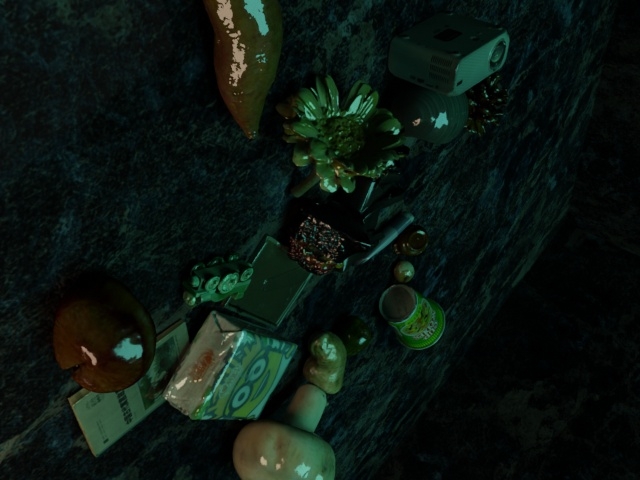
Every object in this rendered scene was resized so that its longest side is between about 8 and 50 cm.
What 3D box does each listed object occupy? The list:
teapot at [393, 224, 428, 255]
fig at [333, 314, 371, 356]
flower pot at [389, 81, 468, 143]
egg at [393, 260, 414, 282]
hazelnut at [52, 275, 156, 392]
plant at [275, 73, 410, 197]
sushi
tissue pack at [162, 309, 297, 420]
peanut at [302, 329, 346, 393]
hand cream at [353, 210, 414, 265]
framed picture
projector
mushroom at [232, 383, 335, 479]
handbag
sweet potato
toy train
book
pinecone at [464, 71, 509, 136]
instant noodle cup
[{"bbox_3d":[0.302,0.003,1.991,0.129,0.078,0.098,-32,101,-24],"label":"teapot"},{"bbox_3d":[0.080,0.329,1.919,0.177,0.117,0.117,-45,152,12],"label":"fig"},{"bbox_3d":[0.282,-0.336,1.535,0.243,0.189,0.157,-32,131,-52],"label":"flower pot"},{"bbox_3d":[0.289,0.110,2.064,0.071,0.071,0.083,-40,159,-30],"label":"egg"},{"bbox_3d":[-0.372,0.159,1.042,0.178,0.177,0.204,-37,113,-33],"label":"hazelnut"},{"bbox_3d":[0.047,-0.180,1.257,0.305,0.261,0.297,-3,120,-42],"label":"plant"},{"bbox_3d":[0.000,0.000,1.450,0.172,0.153,0.151,17,122,-20],"label":"sushi"},{"bbox_3d":[-0.207,0.310,1.428,0.228,0.127,0.311,-61,155,-4],"label":"tissue pack"},{"bbox_3d":[0.014,0.374,1.840,0.137,0.122,0.253,-17,129,-28],"label":"peanut"},{"bbox_3d":[0.196,-0.005,1.840,0.255,0.048,0.079,-42,180,-29],"label":"hand cream"},{"bbox_3d":[-0.121,0.113,1.507,0.209,0.019,0.281,-57,150,-5],"label":"framed picture"},{"bbox_3d":[0.319,-0.467,1.464,0.250,0.198,0.108,-35,142,-34],"label":"projector"},{"bbox_3d":[-0.090,0.596,1.768,0.315,0.314,0.336,84,25,-46],"label":"mushroom"},{"bbox_3d":[0.123,-0.062,1.631,0.257,0.113,0.286,-16,129,-59],"label":"handbag"},{"bbox_3d":[-0.122,-0.325,1.014,0.131,0.131,0.337,-40,146,-29],"label":"sweet potato"},{"bbox_3d":[-0.223,0.090,1.289,0.178,0.071,0.105,-14,138,-52],"label":"toy train"},{"bbox_3d":[-0.391,0.316,1.283,0.282,0.025,0.215,-38,145,-34],"label":"book"},{"bbox_3d":[0.488,-0.420,1.809,0.179,0.149,0.195,-4,117,-48],"label":"pinecone"},{"bbox_3d":[0.314,0.263,2.137,0.207,0.207,0.232,-56,141,-5],"label":"instant noodle cup"}]
